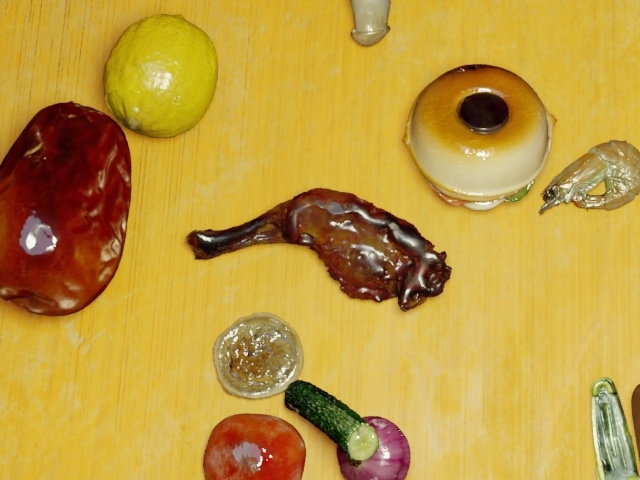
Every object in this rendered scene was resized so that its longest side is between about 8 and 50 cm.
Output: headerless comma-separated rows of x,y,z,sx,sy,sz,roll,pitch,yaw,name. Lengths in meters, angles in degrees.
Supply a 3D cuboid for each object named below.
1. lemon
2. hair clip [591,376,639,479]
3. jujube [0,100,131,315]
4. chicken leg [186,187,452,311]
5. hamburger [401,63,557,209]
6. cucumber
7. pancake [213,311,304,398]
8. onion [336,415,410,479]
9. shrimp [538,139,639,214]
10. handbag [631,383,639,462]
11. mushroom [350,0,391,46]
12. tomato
-0.247,-0.254,1.994,0.180,0.180,0.193,-11,73,3,lemon
0.414,0.288,1.830,0.060,0.033,0.188,-9,76,6,hair clip
-0.393,-0.048,1.928,0.223,0.223,0.318,8,67,9,jujube
0.000,0.000,1.937,0.407,0.096,0.158,10,95,11,chicken leg
0.235,-0.161,1.925,0.237,0.147,0.237,-1,62,1,hamburger
0.014,0.248,1.825,0.058,0.058,0.187,-49,35,-8,cucumber
-0.093,0.171,1.927,0.139,0.022,0.139,-2,73,6,pancake
0.079,0.305,1.837,0.104,0.115,0.115,-5,66,-42,onion
0.408,-0.083,1.943,0.180,0.041,0.099,-29,87,-4,shrimp
0.507,0.311,1.682,0.149,0.283,0.302,-7,73,6,handbag
0.070,-0.444,2.041,0.103,0.118,0.270,-1,72,4,mushroom
-0.100,0.320,1.860,0.155,0.069,0.155,-2,74,6,tomato
